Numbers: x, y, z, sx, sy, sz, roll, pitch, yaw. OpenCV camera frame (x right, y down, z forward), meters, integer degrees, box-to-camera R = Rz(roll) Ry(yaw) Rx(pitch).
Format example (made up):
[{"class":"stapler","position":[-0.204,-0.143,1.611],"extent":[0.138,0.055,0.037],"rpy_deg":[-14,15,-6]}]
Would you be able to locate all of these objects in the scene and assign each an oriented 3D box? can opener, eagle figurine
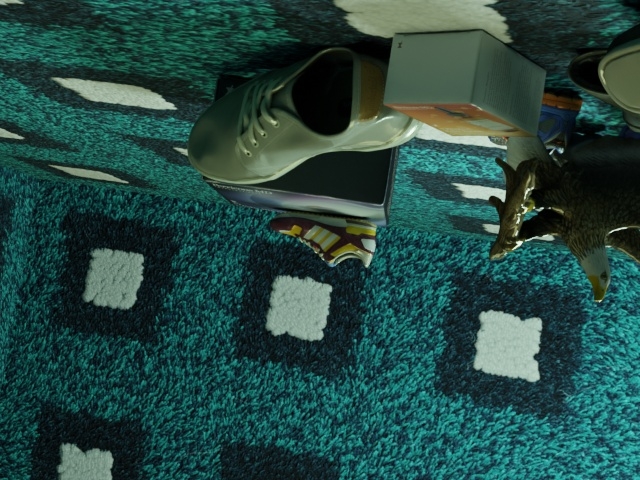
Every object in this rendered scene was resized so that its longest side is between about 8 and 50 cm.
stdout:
[{"class":"can opener","position":[0.390,-0.132,1.650],"extent":[0.095,0.076,0.283],"rpy_deg":[-23,-172,4]},{"class":"eagle figurine","position":[0.372,-0.024,1.452],"extent":[0.298,0.225,0.226],"rpy_deg":[0,-172,-7]}]

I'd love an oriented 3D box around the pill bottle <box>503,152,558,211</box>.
[{"class":"pill bottle","position":[0.414,-0.094,1.878],"extent":[0.221,0.124,0.124],"rpy_deg":[17,172,-33]}]

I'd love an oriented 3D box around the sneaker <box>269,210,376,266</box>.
[{"class":"sneaker","position":[0.000,0.000,1.899],"extent":[0.185,0.084,0.069],"rpy_deg":[5,175,16]}]

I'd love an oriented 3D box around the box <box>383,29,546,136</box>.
[{"class":"box","position":[0.181,-0.191,1.408],"extent":[0.130,0.091,0.170],"rpy_deg":[6,174,39]}]

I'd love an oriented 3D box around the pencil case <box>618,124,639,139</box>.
[{"class":"pencil case","position":[0.497,-0.100,1.667],"extent":[0.133,0.119,0.306],"rpy_deg":[-34,164,9]}]

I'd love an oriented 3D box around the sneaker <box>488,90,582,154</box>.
[{"class":"sneaker","position":[0.294,-0.157,1.624],"extent":[0.083,0.087,0.221],"rpy_deg":[11,175,-13]}]

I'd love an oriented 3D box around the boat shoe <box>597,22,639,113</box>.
[{"class":"boat shoe","position":[0.392,-0.199,1.037],"extent":[0.112,0.095,0.335],"rpy_deg":[49,157,-16]}]

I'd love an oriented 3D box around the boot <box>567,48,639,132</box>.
[{"class":"boot","position":[0.417,-0.174,1.360],"extent":[0.189,0.076,0.208],"rpy_deg":[4,167,30]}]

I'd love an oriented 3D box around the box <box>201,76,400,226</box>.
[{"class":"box","position":[-0.023,-0.140,1.897],"extent":[0.296,0.183,0.294],"rpy_deg":[8,174,6]}]

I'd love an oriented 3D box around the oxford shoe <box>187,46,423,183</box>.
[{"class":"oxford shoe","position":[-0.052,-0.179,1.591],"extent":[0.130,0.169,0.449],"rpy_deg":[10,169,-44]}]
